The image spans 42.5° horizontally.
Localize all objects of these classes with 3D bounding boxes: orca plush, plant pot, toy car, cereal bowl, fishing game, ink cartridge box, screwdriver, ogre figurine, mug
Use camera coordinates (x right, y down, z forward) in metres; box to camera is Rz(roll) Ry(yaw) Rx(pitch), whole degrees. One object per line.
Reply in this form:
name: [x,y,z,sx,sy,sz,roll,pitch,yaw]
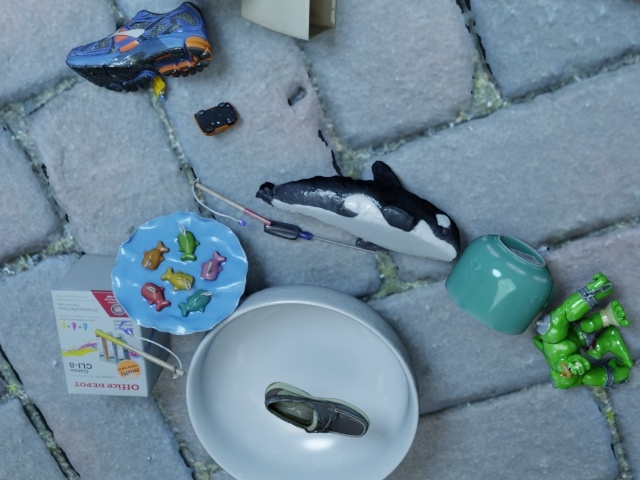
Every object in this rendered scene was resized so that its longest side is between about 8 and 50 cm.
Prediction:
orca plush: [0.061,-0.059,1.144,0.288,0.102,0.151,12,159,13]
plant pot: [-0.041,-0.313,1.022,0.096,0.109,0.108,8,114,16]
toy car: [-0.172,-0.188,1.135,0.122,0.060,0.040,44,157,6]
cereal bowl: [-0.020,0.208,1.218,0.339,0.141,0.338,3,114,6]
fishing game: [-0.193,0.038,1.123,0.189,0.264,0.041,29,159,10]
ink cartridge box: [-0.306,0.126,1.226,0.128,0.127,0.176,1,114,6]
screwdriver: [0.000,0.000,1.196,0.170,0.024,0.025,16,144,-7]
ogre figurine: [0.373,0.146,1.171,0.118,0.096,0.197,-23,142,2]
mug: [0.256,0.049,1.134,0.129,0.158,0.097,36,114,18]

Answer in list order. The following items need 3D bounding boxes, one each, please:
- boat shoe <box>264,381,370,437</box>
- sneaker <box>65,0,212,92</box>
boat shoe: [-0.007,0.242,1.128,0.152,0.049,0.056,17,113,-1]
sneaker: [-0.238,-0.256,1.088,0.221,0.083,0.087,-5,70,21]
